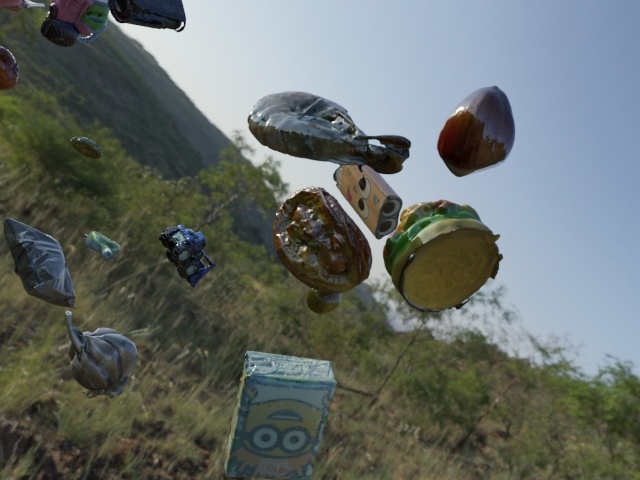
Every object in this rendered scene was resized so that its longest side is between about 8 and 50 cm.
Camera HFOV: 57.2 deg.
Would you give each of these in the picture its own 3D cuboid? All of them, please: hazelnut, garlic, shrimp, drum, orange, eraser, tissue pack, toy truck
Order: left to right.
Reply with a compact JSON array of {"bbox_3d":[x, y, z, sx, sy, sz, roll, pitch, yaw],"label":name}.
[{"bbox_3d":[-0.454,0.212,1.171,0.131,0.127,0.194,-9,-59,35],"label":"garlic"},{"bbox_3d":[-0.698,0.035,1.940,0.130,0.049,0.253,36,-7,-40],"label":"drum"},{"bbox_3d":[-0.418,0.043,1.870,0.113,0.126,0.208,46,-25,31],"label":"toy truck"},{"bbox_3d":[-0.106,0.447,1.476,0.228,0.310,0.128,10,19,-13],"label":"tissue pack"},{"bbox_3d":[0.007,0.143,1.485,0.085,0.095,0.085,30,-38,27],"label":"orange"},{"bbox_3d":[0.018,-0.270,1.460,0.446,0.221,0.110,25,-34,23],"label":"shrimp"},{"bbox_3d":[0.140,-0.156,1.813,0.087,0.171,0.290,-12,45,-23],"label":"eraser"},{"bbox_3d":[0.370,-0.256,1.388,0.212,0.181,0.181,-14,85,-62],"label":"hazelnut"}]

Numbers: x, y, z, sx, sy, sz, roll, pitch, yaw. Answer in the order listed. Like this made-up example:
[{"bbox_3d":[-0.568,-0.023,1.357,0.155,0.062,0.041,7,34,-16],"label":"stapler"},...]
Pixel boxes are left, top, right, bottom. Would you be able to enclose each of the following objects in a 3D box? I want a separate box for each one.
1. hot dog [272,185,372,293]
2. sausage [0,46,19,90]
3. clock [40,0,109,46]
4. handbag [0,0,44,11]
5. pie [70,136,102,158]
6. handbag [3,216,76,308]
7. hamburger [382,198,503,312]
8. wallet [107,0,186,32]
[{"bbox_3d":[0.000,0.000,1.339,0.122,0.196,0.272,19,29,-53],"label":"hot dog"},{"bbox_3d":[-0.901,-0.470,1.487,0.258,0.133,0.133,26,6,-32],"label":"sausage"},{"bbox_3d":[-0.773,-0.705,1.862,0.194,0.195,0.100,-6,51,-54],"label":"clock"},{"bbox_3d":[-0.621,-0.429,1.045,0.157,0.212,0.059,-118,-162,-68],"label":"handbag"},{"bbox_3d":[-0.599,-0.238,1.504,0.084,0.020,0.084,15,-26,8],"label":"pie"},{"bbox_3d":[-0.773,0.062,1.609,0.270,0.117,0.182,58,-5,17],"label":"handbag"},{"bbox_3d":[0.227,0.015,1.159,0.237,0.237,0.149,35,20,-38],"label":"hamburger"},{"bbox_3d":[-0.410,-0.620,1.343,0.071,0.262,0.221,-9,10,27],"label":"wallet"}]
